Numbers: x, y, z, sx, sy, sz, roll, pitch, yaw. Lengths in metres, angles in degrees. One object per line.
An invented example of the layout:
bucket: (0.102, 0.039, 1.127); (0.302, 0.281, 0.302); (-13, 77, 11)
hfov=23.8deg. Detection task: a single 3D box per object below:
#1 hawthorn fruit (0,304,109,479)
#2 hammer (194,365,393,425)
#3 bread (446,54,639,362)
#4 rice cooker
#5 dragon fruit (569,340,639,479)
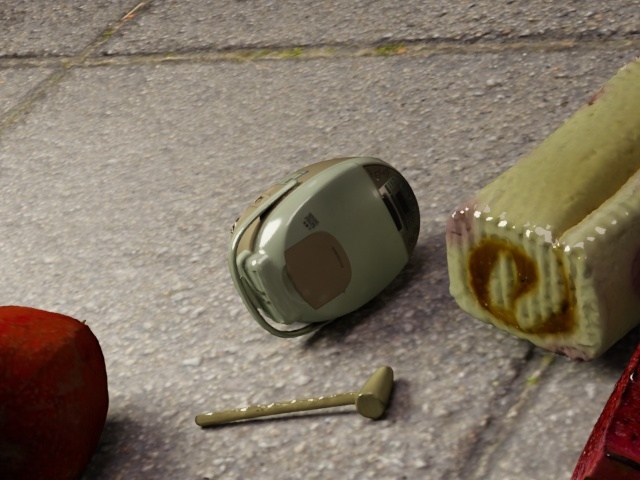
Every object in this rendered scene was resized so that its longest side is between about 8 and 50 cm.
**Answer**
hawthorn fruit: (-0.289, 0.144, 1.423); (0.189, 0.189, 0.251); (-6, 20, 23)
hammer: (-0.026, 0.146, 1.401); (0.195, 0.028, 0.060); (-10, 27, 20)
bread: (0.284, -0.040, 1.386); (0.187, 0.155, 0.338); (23, 49, 39)
rice cooker: (0.000, 0.000, 1.505); (0.206, 0.145, 0.127); (-34, 21, -15)
dragon fruit: (0.274, 0.138, 1.127); (0.189, 0.163, 0.262); (-34, 13, 41)
